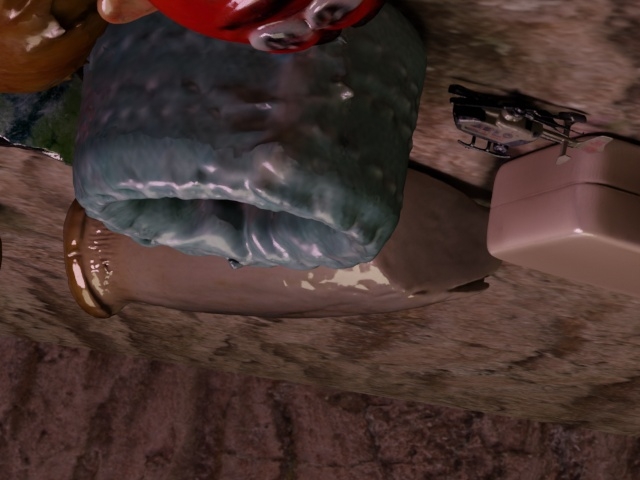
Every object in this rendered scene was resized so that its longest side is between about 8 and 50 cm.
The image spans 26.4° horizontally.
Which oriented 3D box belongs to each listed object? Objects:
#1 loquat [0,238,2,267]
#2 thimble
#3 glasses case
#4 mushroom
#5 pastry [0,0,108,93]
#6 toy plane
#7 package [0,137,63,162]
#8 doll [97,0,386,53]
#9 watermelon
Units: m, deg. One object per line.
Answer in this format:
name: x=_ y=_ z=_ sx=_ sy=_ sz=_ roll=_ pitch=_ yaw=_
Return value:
loquat: x=-0.428 y=0.014 z=1.515 sx=0.163 sy=0.137 sz=0.163 roll=16 pitch=151 yaw=9
thimble: x=-0.043 y=-0.070 z=0.819 sx=0.198 sy=0.143 sz=0.235 roll=15 pitch=165 yaw=-25
glasses case: x=0.301 y=0.007 z=1.045 sx=0.336 sy=0.076 sz=0.144 roll=15 pitch=167 yaw=-23
mushroom: x=-0.054 y=0.000 z=1.180 sx=0.407 sy=0.138 sz=0.154 roll=-4 pitch=175 yaw=28
pastry: x=-0.203 y=-0.147 z=0.691 sx=0.229 sy=0.100 sz=0.218 roll=10 pitch=165 yaw=22
toy plane: x=0.134 y=-0.076 z=0.913 sx=0.120 sy=0.031 sz=0.049 roll=16 pitch=158 yaw=-13
package: x=-0.211 y=-0.076 z=1.070 sx=0.239 sy=0.030 sz=0.154 roll=17 pitch=-169 yaw=-33
doll: x=-0.042 y=-0.142 z=0.598 sx=0.183 sy=0.085 sz=0.217 roll=-17 pitch=151 yaw=24
watermelon: x=-0.217 y=-0.111 z=0.967 sx=0.187 sy=0.071 sz=0.139 roll=21 pitch=-174 yaw=3
